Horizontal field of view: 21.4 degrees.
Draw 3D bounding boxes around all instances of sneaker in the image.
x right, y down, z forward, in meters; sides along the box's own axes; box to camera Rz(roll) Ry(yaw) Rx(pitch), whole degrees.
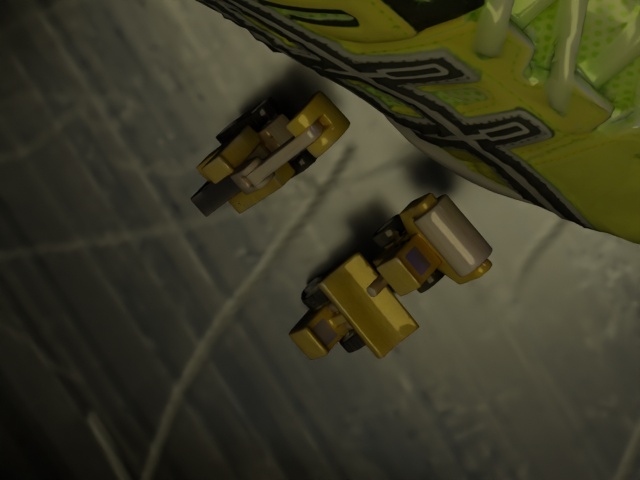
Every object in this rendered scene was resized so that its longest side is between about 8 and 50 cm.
[{"bbox_3d":[0.028,-0.086,0.450,0.384,0.147,0.145,25,107,-2],"label":"sneaker"}]

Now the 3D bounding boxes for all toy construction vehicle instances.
[{"bbox_3d":[0.000,0.000,0.509,0.086,0.035,0.098,51,151,-10],"label":"toy construction vehicle"}]
